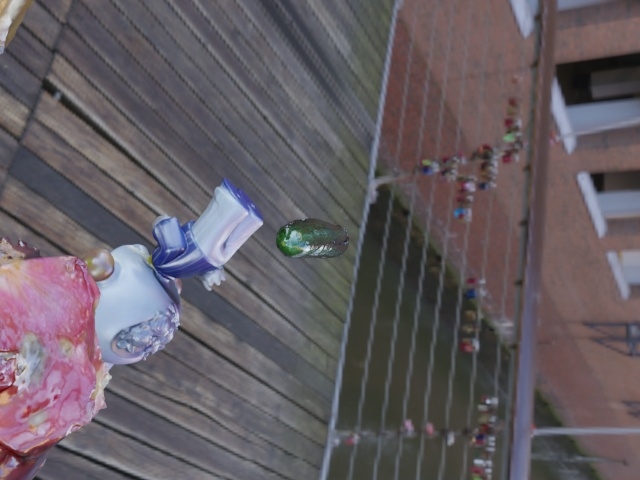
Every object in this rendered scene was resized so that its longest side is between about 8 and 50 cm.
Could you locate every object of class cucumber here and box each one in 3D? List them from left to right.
[{"bbox_3d":[0.000,0.000,0.682,0.184,0.036,0.033,6,100,-77],"label":"cucumber"}]

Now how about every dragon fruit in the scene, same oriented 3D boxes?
[{"bbox_3d":[-0.203,0.091,0.513,0.126,0.161,0.274,55,13,11],"label":"dragon fruit"}]

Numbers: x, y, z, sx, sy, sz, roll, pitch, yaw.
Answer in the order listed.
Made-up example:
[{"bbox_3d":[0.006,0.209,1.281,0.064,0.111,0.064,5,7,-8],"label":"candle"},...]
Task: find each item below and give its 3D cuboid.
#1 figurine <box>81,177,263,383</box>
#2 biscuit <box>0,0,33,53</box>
[{"bbox_3d":[-0.186,0.045,1.015,0.133,0.274,0.194,53,-15,19],"label":"figurine"},{"bbox_3d":[-0.397,-0.353,0.981,0.104,0.429,0.446,27,66,-35],"label":"biscuit"}]
